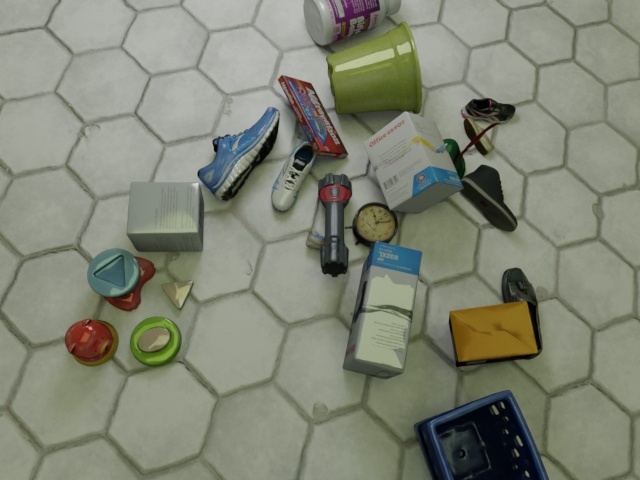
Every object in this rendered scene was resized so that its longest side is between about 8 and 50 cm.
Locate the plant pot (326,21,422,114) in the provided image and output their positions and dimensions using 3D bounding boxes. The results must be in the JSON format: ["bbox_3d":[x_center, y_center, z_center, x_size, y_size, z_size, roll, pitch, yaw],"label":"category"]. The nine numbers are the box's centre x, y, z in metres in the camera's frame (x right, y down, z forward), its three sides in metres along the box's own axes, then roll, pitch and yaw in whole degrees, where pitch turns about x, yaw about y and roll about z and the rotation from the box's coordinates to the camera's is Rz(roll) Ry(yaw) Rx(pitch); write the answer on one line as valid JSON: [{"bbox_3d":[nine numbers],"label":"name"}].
[{"bbox_3d":[0.156,-0.502,1.623,0.253,0.276,0.276,-12,72,2],"label":"plant pot"}]

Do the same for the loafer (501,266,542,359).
[{"bbox_3d":[0.586,0.199,1.496,0.096,0.084,0.268,-2,71,-7],"label":"loafer"}]

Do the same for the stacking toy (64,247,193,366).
[{"bbox_3d":[-0.491,0.178,1.357,0.279,0.130,0.309,11,70,-2],"label":"stacking toy"}]

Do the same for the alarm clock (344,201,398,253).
[{"bbox_3d":[0.173,-0.055,1.550,0.192,0.064,0.129,-40,79,-15],"label":"alarm clock"}]

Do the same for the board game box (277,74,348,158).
[{"bbox_3d":[-0.021,-0.379,1.617,0.145,0.027,0.281,-5,64,-54],"label":"board game box"}]

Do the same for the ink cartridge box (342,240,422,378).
[{"bbox_3d":[0.159,0.188,1.377,0.129,0.223,0.307,13,70,-1],"label":"ink cartridge box"}]

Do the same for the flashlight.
[{"bbox_3d":[0.040,-0.045,1.485,0.103,0.103,0.304,23,53,-33],"label":"flashlight"}]

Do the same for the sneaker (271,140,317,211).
[{"bbox_3d":[-0.080,-0.196,1.561,0.085,0.086,0.237,24,71,0],"label":"sneaker"}]

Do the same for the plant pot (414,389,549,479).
[{"bbox_3d":[0.373,0.520,1.291,0.236,0.212,0.236,-16,74,-12],"label":"plant pot"}]

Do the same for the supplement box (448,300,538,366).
[{"bbox_3d":[0.443,0.251,1.380,0.191,0.194,0.129,-9,71,10],"label":"supplement box"}]

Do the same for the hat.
[{"bbox_3d":[0.390,-0.277,1.590,0.173,0.183,0.208,33,70,6],"label":"hat"}]

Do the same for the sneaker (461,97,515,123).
[{"bbox_3d":[0.558,-0.429,1.720,0.178,0.077,0.072,-4,72,-9],"label":"sneaker"}]

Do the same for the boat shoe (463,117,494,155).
[{"bbox_3d":[0.512,-0.340,1.701,0.045,0.050,0.135,-27,86,-18],"label":"boat shoe"}]

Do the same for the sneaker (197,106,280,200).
[{"bbox_3d":[-0.239,-0.281,1.550,0.147,0.130,0.330,35,71,4],"label":"sneaker"}]

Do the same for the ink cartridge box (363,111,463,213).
[{"bbox_3d":[0.270,-0.222,1.533,0.168,0.171,0.233,2,64,-49],"label":"ink cartridge box"}]

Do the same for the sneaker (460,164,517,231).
[{"bbox_3d":[0.541,-0.136,1.612,0.118,0.083,0.222,-39,81,-22],"label":"sneaker"}]

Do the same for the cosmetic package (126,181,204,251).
[{"bbox_3d":[-0.417,-0.062,1.438,0.183,0.151,0.151,0,70,-7],"label":"cosmetic package"}]

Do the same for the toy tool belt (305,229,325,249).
[{"bbox_3d":[0.000,0.000,1.518,0.083,0.052,0.051,14,78,-2],"label":"toy tool belt"}]

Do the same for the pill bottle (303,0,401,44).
[{"bbox_3d":[0.109,-0.772,1.741,0.301,0.169,0.169,-24,75,-14],"label":"pill bottle"}]
